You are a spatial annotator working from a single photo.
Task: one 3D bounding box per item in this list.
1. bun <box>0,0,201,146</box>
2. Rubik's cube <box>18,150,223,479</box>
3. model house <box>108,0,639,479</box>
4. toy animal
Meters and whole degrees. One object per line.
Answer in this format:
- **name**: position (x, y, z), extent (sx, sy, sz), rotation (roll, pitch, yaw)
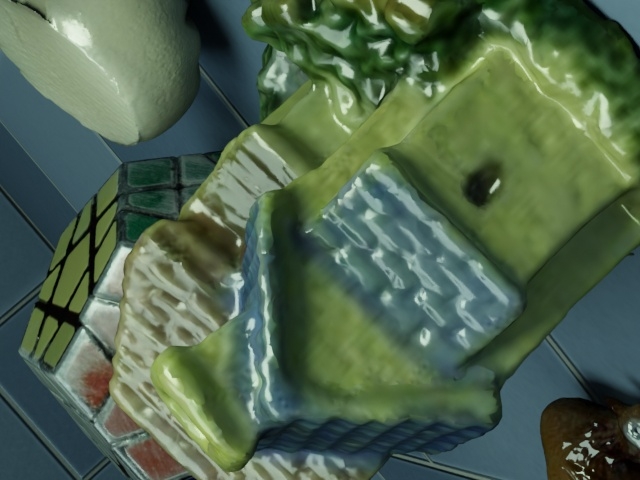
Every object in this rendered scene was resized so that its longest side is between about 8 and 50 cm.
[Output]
- **bun**: position (-0.157, -0.162, 1.022), extent (0.172, 0.120, 0.173), rotation (36, 161, 14)
- **Rubik's cube**: position (-0.095, 0.078, 1.154), extent (0.319, 0.319, 0.264), rotation (90, 162, -67)
- **model house**: position (0.000, 0.000, 0.736), extent (0.261, 0.266, 0.321), rotation (43, 164, 2)
- **toy animal**: position (0.220, 0.184, 0.925), extent (0.188, 0.089, 0.179), rotation (51, 152, 4)
